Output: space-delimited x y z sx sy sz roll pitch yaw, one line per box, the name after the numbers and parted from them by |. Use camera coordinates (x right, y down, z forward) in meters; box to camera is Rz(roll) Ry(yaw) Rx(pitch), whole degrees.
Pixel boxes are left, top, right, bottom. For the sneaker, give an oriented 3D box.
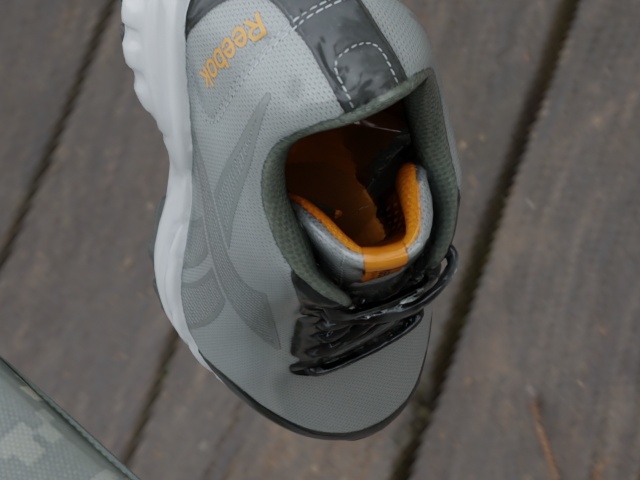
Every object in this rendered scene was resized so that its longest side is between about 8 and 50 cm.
0.000 0.000 0.674 0.100 0.271 0.108 -28 56 -12 | sneaker

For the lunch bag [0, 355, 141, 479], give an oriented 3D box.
-0.109 0.188 0.401 0.305 0.212 0.256 39 44 24 | lunch bag
